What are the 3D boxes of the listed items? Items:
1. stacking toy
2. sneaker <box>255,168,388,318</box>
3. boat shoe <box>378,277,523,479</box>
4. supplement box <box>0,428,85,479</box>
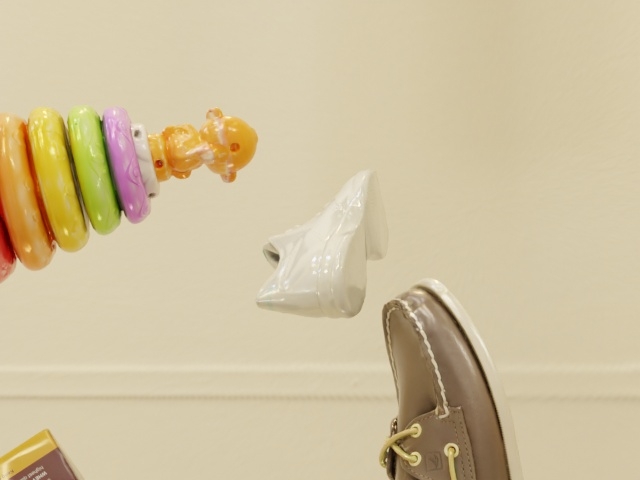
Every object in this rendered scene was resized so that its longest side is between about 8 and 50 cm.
[{"bbox_3d":[-0.203,-0.060,1.386,0.301,0.166,0.175,-13,-78,-4],"label":"stacking toy"},{"bbox_3d":[0.000,0.000,1.343,0.094,0.212,0.080,-7,-69,18],"label":"sneaker"},{"bbox_3d":[0.108,0.195,1.324,0.096,0.116,0.324,-16,-93,-20],"label":"boat shoe"},{"bbox_3d":[-0.229,0.291,1.216,0.191,0.129,0.194,-33,-115,-10],"label":"supplement box"}]
